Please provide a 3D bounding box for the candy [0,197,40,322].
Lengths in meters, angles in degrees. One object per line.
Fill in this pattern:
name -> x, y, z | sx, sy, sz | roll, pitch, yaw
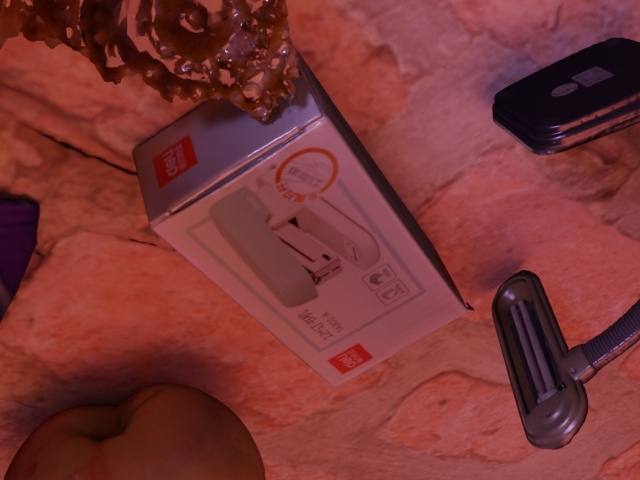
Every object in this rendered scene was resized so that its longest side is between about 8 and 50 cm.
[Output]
candy -> -0.276, 0.079, 0.519 | 0.275, 0.070, 0.145 | -59, 156, 18

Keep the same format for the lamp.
lamp -> 0.192, -0.014, 0.636 | 0.124, 0.203, 0.284 | -9, 117, -5

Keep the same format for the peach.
peach -> -0.145, 0.238, 0.684 | 0.232, 0.233, 0.233 | -12, 138, -11

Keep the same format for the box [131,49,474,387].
box -> 0.000, 0.000, 0.595 | 0.135, 0.079, 0.269 | -30, 138, 10

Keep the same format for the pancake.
pancake -> -0.075, -0.152, 0.392 | 0.266, 0.057, 0.244 | -33, 125, 17
